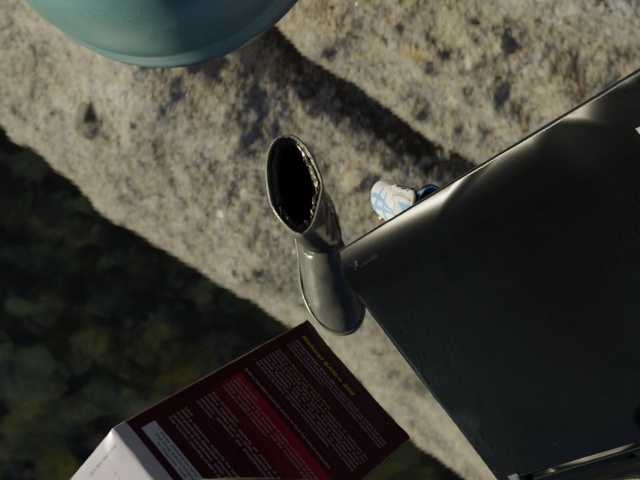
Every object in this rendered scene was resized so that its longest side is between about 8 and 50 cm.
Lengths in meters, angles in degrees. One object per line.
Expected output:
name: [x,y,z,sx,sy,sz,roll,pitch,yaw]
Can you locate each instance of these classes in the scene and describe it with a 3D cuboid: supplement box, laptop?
supplement box: [-0.048,0.158,0.759,0.130,0.239,0.073,49,123,13]
laptop: [0.188,0.036,0.533,0.264,0.137,0.234,6,154,-39]

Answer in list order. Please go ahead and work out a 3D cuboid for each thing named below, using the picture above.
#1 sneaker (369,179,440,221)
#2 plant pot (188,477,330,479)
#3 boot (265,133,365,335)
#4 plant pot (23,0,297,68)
sneaker: [0.133,-0.045,1.418,0.085,0.237,0.086,10,107,-20]
plant pot: [-0.011,0.211,0.394,0.215,0.230,0.215,2,163,1]
boot: [-0.002,0.002,1.082,0.076,0.190,0.208,-20,171,-4]
plant pot: [-0.146,-0.283,0.759,0.293,0.196,0.293,1,92,13]
